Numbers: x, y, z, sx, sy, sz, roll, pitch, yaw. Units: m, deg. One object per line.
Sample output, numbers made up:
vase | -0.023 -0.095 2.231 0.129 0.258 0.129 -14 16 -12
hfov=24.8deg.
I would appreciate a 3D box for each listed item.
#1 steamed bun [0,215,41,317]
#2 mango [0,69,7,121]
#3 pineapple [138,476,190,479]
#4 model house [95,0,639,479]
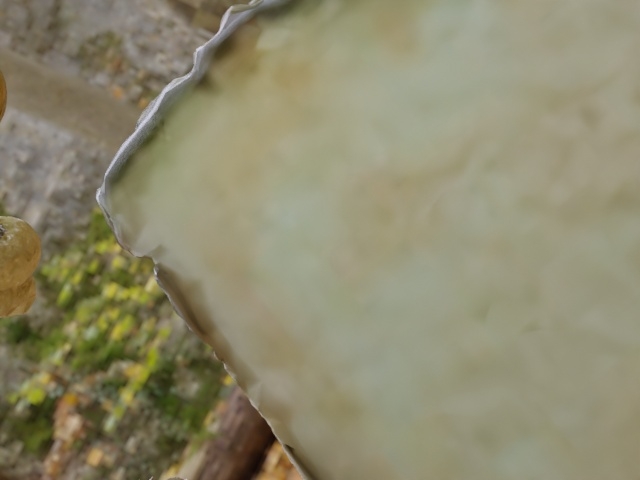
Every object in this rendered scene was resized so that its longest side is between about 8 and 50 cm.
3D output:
steamed bun | -0.351 0.029 1.423 0.141 0.155 0.172 -140 54 -60
mango | -0.353 -0.118 1.273 0.092 0.195 0.130 47 -114 -42
pineapple | -0.063 0.259 1.108 0.047 0.221 0.221 -34 -19 -21
model house | 0.170 -0.039 0.961 0.445 0.395 0.400 -44 -11 14
